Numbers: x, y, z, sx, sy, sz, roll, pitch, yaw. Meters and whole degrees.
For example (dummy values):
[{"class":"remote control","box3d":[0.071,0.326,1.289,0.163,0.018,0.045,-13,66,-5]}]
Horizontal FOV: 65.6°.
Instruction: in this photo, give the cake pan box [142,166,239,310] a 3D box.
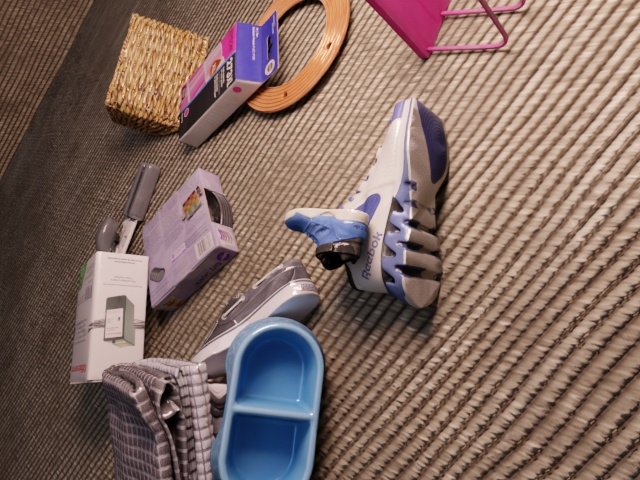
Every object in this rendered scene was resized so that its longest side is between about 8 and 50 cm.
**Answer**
[{"class":"cake pan box","box3d":[-0.313,-0.005,1.166,0.267,0.070,0.245,-41,53,24]}]

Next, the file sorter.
[{"class":"file sorter","box3d":[0.223,-0.461,0.749,0.182,0.202,0.290,19,87,43]}]

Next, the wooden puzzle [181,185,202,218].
[{"class":"wooden puzzle","box3d":[-0.291,-0.082,1.124,0.083,0.006,0.049,-47,49,18]}]

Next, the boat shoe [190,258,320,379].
[{"class":"boat shoe","box3d":[-0.135,0.146,0.916,0.301,0.108,0.102,-42,51,20]}]

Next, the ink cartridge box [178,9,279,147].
[{"class":"ink cartridge box","box3d":[-0.231,-0.389,1.204,0.371,0.069,0.175,-26,58,41]}]

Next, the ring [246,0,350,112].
[{"class":"ring","box3d":[-0.062,-0.441,1.124,0.337,0.032,0.336,-18,62,37]}]

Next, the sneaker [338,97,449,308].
[{"class":"sneaker","box3d":[0.087,-0.056,0.773,0.182,0.127,0.315,-4,74,40]}]

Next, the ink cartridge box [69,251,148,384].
[{"class":"ink cartridge box","box3d":[-0.506,0.192,1.187,0.211,0.122,0.289,-22,65,52]}]

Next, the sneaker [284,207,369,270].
[{"class":"sneaker","box3d":[-0.001,0.000,0.732,0.152,0.058,0.084,3,76,37]}]

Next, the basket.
[{"class":"basket","box3d":[-0.471,-0.461,1.465,0.213,0.223,0.299,155,128,-74]}]

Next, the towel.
[{"class":"towel","box3d":[-0.289,0.332,0.861,0.284,0.121,0.234,-12,84,53]}]

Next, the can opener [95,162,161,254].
[{"class":"can opener","box3d":[-0.539,-0.090,1.385,0.076,0.095,0.283,14,85,44]}]

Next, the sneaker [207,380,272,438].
[{"class":"sneaker","box3d":[-0.182,0.334,0.891,0.269,0.101,0.153,-9,70,42]}]

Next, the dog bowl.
[{"class":"dog bowl","box3d":[-0.076,0.264,0.768,0.074,0.166,0.297,124,154,-73]}]
